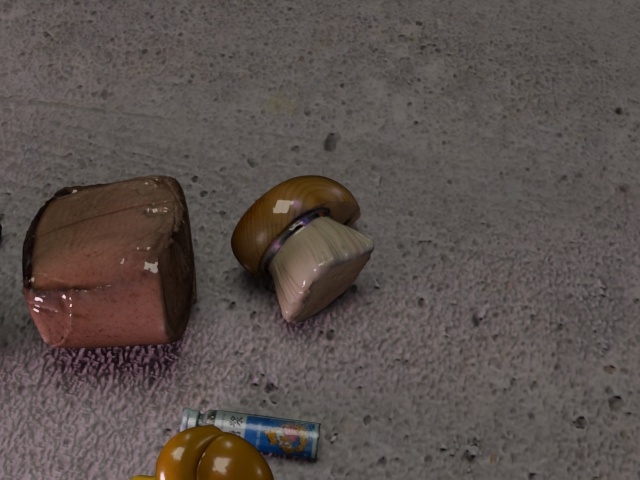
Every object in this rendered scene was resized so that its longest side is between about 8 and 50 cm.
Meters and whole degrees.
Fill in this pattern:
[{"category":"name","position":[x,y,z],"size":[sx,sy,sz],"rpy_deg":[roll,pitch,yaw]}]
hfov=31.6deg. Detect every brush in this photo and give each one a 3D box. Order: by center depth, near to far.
[{"category":"brush","position":[0.000,0.000,1.772],"size":[0.166,0.174,0.267],"rpy_deg":[45,39,17]}]

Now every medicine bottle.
[{"category":"medicine bottle","position":[-0.096,0.265,1.562],"size":[0.191,0.051,0.051],"rpy_deg":[6,45,3]}]

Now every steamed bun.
[{"category":"steamed bun","position":[-0.296,0.049,1.669],"size":[0.252,0.199,0.301],"rpy_deg":[-10,34,8]}]

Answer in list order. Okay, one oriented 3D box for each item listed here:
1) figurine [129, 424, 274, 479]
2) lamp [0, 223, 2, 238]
[{"category":"figurine","position":[-0.162,0.347,1.375],"size":[0.215,0.215,0.228],"rpy_deg":[9,33,4]},{"category":"lamp","position":[-0.690,0.008,1.742],"size":[0.371,0.130,0.108],"rpy_deg":[-23,9,-31]}]
